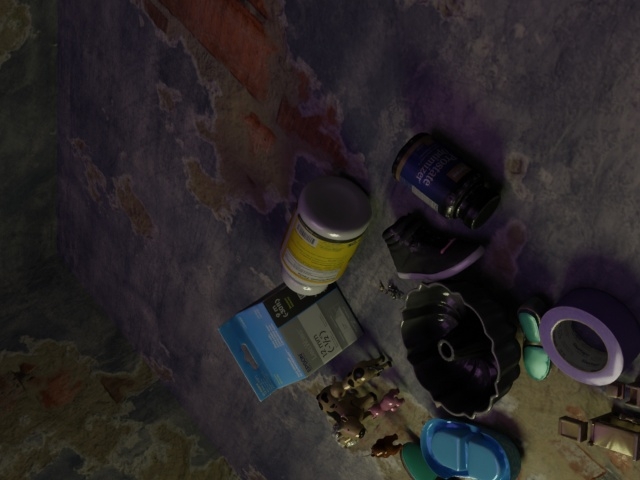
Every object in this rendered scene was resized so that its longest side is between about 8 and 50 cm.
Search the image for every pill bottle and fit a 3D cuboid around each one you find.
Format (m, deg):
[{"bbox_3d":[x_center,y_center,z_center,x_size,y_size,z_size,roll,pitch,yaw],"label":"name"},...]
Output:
[{"bbox_3d":[0.000,0.000,2.037,0.188,0.188,0.334,46,145,16],"label":"pill bottle"},{"bbox_3d":[0.268,-0.123,1.655,0.219,0.123,0.122,41,143,23],"label":"pill bottle"}]

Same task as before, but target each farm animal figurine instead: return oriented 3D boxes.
[{"bbox_3d":[0.095,0.496,2.305,0.327,0.172,0.330,6,109,58],"label":"farm animal figurine"}]

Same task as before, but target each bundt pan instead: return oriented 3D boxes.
[{"bbox_3d":[0.333,0.234,1.806,0.331,0.124,0.330,31,130,46],"label":"bundt pan"}]

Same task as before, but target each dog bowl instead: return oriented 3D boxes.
[{"bbox_3d":[0.398,0.561,2.061,0.297,0.074,0.165,7,101,48],"label":"dog bowl"}]

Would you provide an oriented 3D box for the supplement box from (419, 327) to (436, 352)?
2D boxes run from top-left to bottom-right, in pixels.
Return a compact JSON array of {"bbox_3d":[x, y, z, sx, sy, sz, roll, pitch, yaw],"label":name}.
[{"bbox_3d":[0.279,0.250,1.982,0.056,0.083,0.083,-13,107,55],"label":"supplement box"}]

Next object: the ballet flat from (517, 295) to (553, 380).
[{"bbox_3d":[0.481,0.214,1.715,0.072,0.068,0.213,9,130,37],"label":"ballet flat"}]

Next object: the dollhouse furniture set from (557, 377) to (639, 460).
[{"bbox_3d":[0.619,0.356,1.665,0.182,0.101,0.160,9,100,49],"label":"dollhouse furniture set"}]

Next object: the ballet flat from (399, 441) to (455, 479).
[{"bbox_3d":[0.337,0.714,2.290,0.280,0.095,0.096,42,158,21],"label":"ballet flat"}]

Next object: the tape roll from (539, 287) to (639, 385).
[{"bbox_3d":[0.551,0.197,1.598,0.189,0.080,0.188,32,140,32],"label":"tape roll"}]

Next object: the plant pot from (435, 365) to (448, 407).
[{"bbox_3d":[0.336,0.347,1.981,0.096,0.109,0.109,62,149,16],"label":"plant pot"}]

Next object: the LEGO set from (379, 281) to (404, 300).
[{"bbox_3d":[0.183,0.140,2.067,0.083,0.023,0.054,-3,115,53],"label":"LEGO set"}]

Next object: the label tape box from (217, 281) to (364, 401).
[{"bbox_3d":[-0.079,0.255,2.202,0.115,0.348,0.249,-22,99,56],"label":"label tape box"}]

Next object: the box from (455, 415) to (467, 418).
[{"bbox_3d":[0.369,0.434,2.079,0.067,0.018,0.083,-22,100,56],"label":"box"}]

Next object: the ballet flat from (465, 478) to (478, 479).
[{"bbox_3d":[0.436,0.665,2.141,0.073,0.067,0.206,-2,115,54],"label":"ballet flat"}]

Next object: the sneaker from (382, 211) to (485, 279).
[{"bbox_3d":[0.245,0.006,1.804,0.296,0.105,0.146,-10,114,59],"label":"sneaker"}]
